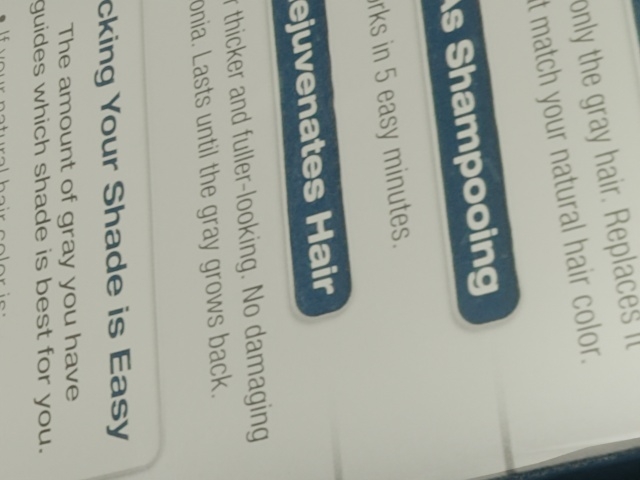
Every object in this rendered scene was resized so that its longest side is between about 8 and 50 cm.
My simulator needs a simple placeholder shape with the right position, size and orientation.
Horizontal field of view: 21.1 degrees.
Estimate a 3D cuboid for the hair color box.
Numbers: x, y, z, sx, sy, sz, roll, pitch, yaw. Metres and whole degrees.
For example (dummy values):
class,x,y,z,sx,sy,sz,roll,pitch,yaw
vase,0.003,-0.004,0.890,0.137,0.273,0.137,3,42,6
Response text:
class,x,y,z,sx,sy,sz,roll,pitch,yaw
hair color box,0.000,0.000,0.413,0.347,0.105,0.174,-16,63,22
